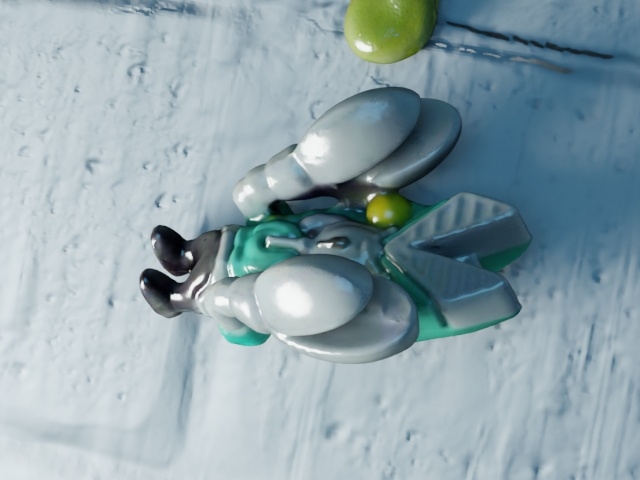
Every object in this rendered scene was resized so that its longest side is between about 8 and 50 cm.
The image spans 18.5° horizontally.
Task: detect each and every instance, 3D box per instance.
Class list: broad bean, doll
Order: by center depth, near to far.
[{"bbox_3d":[0.003,0.017,1.283,0.258,0.153,0.195,-26,55,9],"label":"doll"},{"bbox_3d":[0.052,-0.159,1.347,0.063,0.045,0.083,33,101,15],"label":"broad bean"}]
